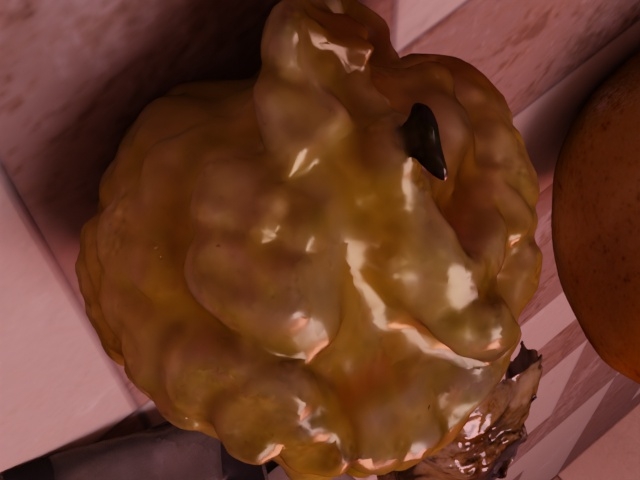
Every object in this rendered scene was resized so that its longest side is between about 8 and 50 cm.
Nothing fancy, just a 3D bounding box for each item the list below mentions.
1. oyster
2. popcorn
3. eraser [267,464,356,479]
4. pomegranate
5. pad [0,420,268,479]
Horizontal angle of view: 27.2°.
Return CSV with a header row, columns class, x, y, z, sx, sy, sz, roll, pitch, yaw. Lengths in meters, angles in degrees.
class,x,y,z,sx,sy,sz,roll,pitch,yaw
oyster,0.127,0.189,1.168,0.161,0.107,0.232,-18,153,-38
popcorn,0.000,0.000,0.463,0.170,0.180,0.180,-21,180,42
eraser,-0.025,0.229,1.018,0.124,0.068,0.210,-36,160,-10
pomegranate,0.267,-0.021,0.797,0.264,0.264,0.264,-37,161,-15
pad,-0.081,0.208,0.685,0.174,0.022,0.233,-12,101,-46
